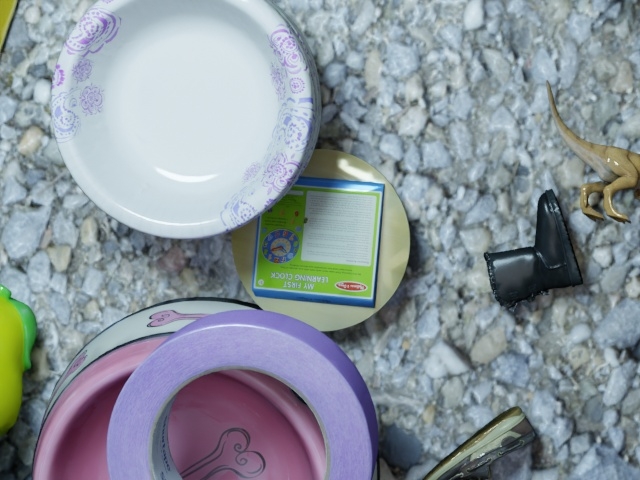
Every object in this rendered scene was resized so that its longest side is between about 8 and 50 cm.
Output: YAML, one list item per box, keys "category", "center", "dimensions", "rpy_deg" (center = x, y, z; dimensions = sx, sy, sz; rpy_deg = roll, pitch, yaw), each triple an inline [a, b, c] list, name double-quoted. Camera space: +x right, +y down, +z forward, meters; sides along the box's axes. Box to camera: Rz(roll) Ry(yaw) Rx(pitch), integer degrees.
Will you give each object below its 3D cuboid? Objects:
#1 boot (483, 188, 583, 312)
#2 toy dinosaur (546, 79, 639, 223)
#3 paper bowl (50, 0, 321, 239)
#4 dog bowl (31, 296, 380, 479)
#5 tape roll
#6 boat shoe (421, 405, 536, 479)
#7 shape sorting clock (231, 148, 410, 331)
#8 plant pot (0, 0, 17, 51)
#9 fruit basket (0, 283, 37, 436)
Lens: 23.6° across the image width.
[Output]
- category: "boot"
  center: [0.230, 0.012, 1.706]
  dimensions: [0.099, 0.045, 0.121]
  rpy_deg: [-16, 96, 12]
- category: "toy dinosaur"
  center: [0.318, -0.081, 1.682]
  dimensions: [0.211, 0.064, 0.112]
  rpy_deg: [21, 82, -6]
- category: "paper bowl"
  center: [-0.140, -0.149, 1.672]
  dimensions: [0.284, 0.148, 0.284]
  rpy_deg: [1, 98, 6]
- category: "dog bowl"
  center: [-0.141, 0.275, 1.729]
  dimensions: [0.408, 0.150, 0.408]
  rpy_deg: [1, 97, 7]
- category: "tape roll"
  center: [-0.079, 0.213, 1.594]
  dimensions: [0.275, 0.090, 0.275]
  rpy_deg: [1, 98, 5]
- category: "boat shoe"
  center: [0.177, 0.250, 1.736]
  dimensions: [0.152, 0.056, 0.049]
  rpy_deg: [-39, 87, 10]
- category: "shape sorting clock"
  center: [0.000, 0.000, 1.729]
  dimensions: [0.206, 0.040, 0.206]
  rpy_deg: [0, 88, 12]
- category: "plant pot"
  center: [-0.458, -0.303, 1.669]
  dimensions: [0.187, 0.212, 0.212]
  rpy_deg: [22, 100, 16]
- category: "fruit basket"
  center: [-0.468, 0.228, 1.738]
  dimensions: [0.392, 0.392, 0.283]
  rpy_deg: [28, 143, 2]
